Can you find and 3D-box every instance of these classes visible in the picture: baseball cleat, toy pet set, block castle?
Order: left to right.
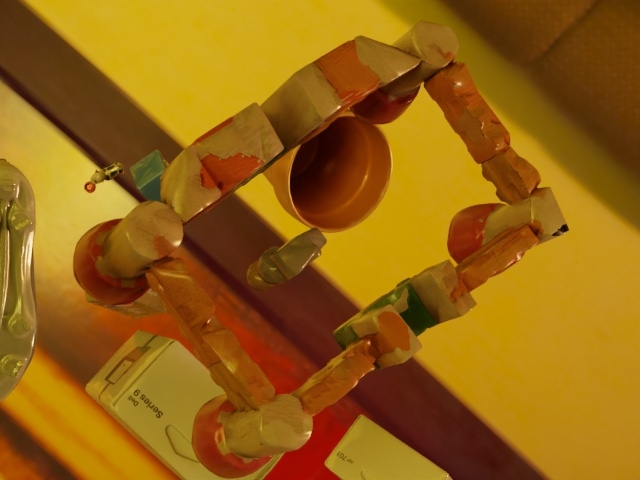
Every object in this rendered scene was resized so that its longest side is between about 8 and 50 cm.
[{"bbox_3d":[-0.273,0.033,1.100,0.072,0.205,0.109,9,-171,-18],"label":"baseball cleat"},{"bbox_3d":[-0.222,-0.047,1.582,0.122,0.114,0.065,57,-174,1],"label":"toy pet set"},{"bbox_3d":[0.000,0.000,1.339,0.303,0.453,0.213,55,154,-3],"label":"block castle"}]

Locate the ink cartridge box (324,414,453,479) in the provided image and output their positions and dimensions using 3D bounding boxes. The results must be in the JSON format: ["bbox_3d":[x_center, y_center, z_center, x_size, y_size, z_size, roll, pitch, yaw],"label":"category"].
[{"bbox_3d":[0.102,0.308,1.606,0.140,0.082,0.190,32,167,28],"label":"ink cartridge box"}]

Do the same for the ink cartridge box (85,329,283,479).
[{"bbox_3d":[-0.184,0.234,1.725,0.211,0.121,0.289,45,167,-11],"label":"ink cartridge box"}]

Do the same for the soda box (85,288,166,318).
[{"bbox_3d":[-0.314,0.082,2.109,0.181,0.061,0.058,32,-131,-69],"label":"soda box"}]

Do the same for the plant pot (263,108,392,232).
[{"bbox_3d":[-0.014,-0.137,2.190,0.205,0.205,0.188,38,176,-37],"label":"plant pot"}]
